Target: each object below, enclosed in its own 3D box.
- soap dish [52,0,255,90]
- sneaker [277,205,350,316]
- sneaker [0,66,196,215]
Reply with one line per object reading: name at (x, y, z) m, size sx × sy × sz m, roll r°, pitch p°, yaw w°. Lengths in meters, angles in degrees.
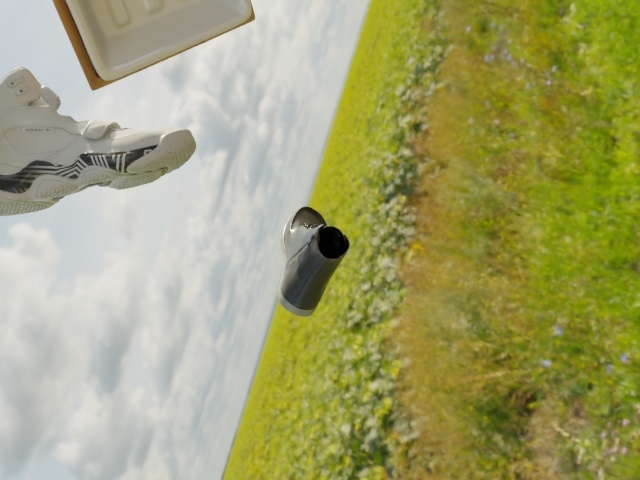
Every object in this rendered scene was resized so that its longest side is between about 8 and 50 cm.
soap dish at (-0.265, -0.392, 1.247) m, size 0.118 × 0.291 × 0.229 m, roll 37°, pitch 150°, yaw 52°
sneaker at (0.000, 0.000, 1.201) m, size 0.118 × 0.083 × 0.222 m, roll -56°, pitch 20°, yaw 34°
sneaker at (-0.395, -0.178, 1.324) m, size 0.137 × 0.366 × 0.210 m, roll 82°, pitch 173°, yaw -85°
